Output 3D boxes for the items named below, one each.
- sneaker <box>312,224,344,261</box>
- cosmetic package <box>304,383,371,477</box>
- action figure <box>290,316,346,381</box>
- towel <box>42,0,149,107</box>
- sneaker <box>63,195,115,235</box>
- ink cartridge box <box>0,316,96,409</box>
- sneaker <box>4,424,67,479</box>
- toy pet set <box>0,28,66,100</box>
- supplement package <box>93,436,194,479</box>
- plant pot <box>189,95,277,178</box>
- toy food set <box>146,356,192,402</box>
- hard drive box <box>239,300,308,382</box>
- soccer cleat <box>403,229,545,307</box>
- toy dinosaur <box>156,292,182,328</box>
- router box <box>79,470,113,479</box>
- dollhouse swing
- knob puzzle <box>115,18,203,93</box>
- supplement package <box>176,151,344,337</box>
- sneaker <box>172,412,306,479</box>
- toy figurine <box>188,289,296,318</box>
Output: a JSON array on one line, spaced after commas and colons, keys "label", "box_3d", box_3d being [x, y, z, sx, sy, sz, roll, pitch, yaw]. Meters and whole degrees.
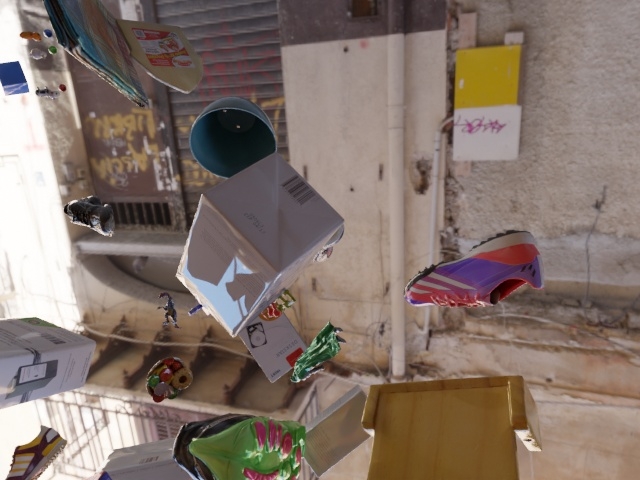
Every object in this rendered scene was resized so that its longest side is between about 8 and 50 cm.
[{"label": "sneaker", "box_3d": [0.000, 0.000, 1.378, 0.148, 0.131, 0.350, 35, 164, -22]}, {"label": "cosmetic package", "box_3d": [0.050, 0.513, 1.225, 0.231, 0.117, 0.085, -35, 177, -5]}, {"label": "action figure", "box_3d": [-0.016, 0.357, 1.377, 0.063, 0.232, 0.137, 33, -158, -24]}, {"label": "towel", "box_3d": [-0.494, -0.467, 0.980, 0.040, 0.271, 0.370, -21, 179, -1]}, {"label": "sneaker", "box_3d": [-0.707, -0.069, 1.381, 0.106, 0.101, 0.267, -10, -159, -38]}, {"label": "ink cartridge box", "box_3d": [-0.650, 0.244, 0.926, 0.198, 0.114, 0.273, 16, 179, 17]}, {"label": "sneaker", "box_3d": [-0.681, 0.517, 1.029, 0.084, 0.069, 0.185, 36, -127, 5]}, {"label": "toy pet set", "box_3d": [-0.549, -0.323, 0.855, 0.114, 0.122, 0.065, -22, -133, -29]}, {"label": "supplement package", "box_3d": [-0.431, 0.630, 1.193, 0.262, 0.145, 0.204, -7, 174, -13]}, {"label": "plant pot", "box_3d": [-0.301, -0.388, 1.584, 0.290, 0.290, 0.195, -4, -133, -2]}, {"label": "toy food set", "box_3d": [-0.282, 0.257, 0.832, 0.020, 0.083, 0.082, 13, -135, 43]}, {"label": "hard drive box", "box_3d": [-0.174, 0.366, 1.648, 0.181, 0.232, 0.089, -35, -178, -15]}, {"label": "soccer cleat", "box_3d": [0.296, 0.092, 0.915, 0.109, 0.116, 0.318, 10, 149, -37]}, {"label": "toy dinosaur", "box_3d": [-0.394, 0.178, 1.163, 0.047, 0.090, 0.082, -11, -126, -6]}, {"label": "router box", "box_3d": [-0.464, 0.651, 0.883, 0.301, 0.335, 0.082, -25, -170, 15]}, {"label": "dollhouse swing", "box_3d": [0.293, 0.479, 0.983, 0.347, 0.315, 0.304, -14, -131, 26]}, {"label": "knob puzzle", "box_3d": [-0.360, -0.422, 1.055, 0.030, 0.213, 0.213, -35, 173, 40]}, {"label": "supplement package", "box_3d": [-0.124, 0.017, 0.830, 0.175, 0.177, 0.293, -40, 173, -39]}, {"label": "sneaker", "box_3d": [-0.156, 0.456, 0.973, 0.202, 0.482, 0.185, 7, -122, 16]}, {"label": "toy figurine", "box_3d": [-0.238, 0.159, 1.196, 0.217, 0.191, 0.362, -25, 177, -24]}]
